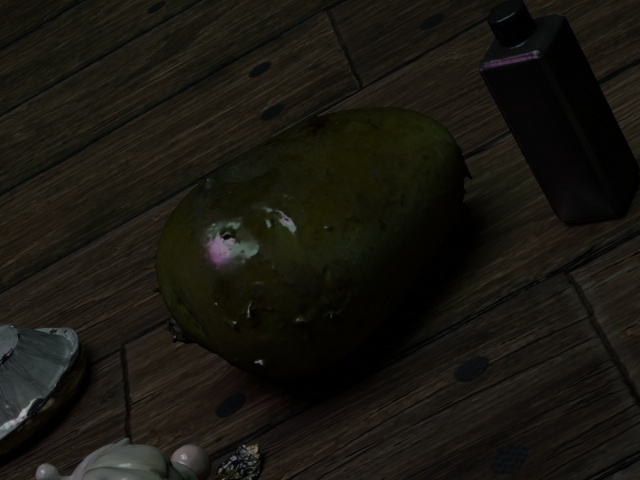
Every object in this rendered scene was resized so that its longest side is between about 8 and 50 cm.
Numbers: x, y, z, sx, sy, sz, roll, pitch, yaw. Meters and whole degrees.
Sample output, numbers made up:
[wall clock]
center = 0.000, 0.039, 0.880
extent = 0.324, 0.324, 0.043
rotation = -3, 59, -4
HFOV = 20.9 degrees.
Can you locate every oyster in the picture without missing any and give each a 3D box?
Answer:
[oyster]
center = -0.091, 0.234, 1.744
extent = 0.083, 0.019, 0.054
rotation = -41, 29, -15

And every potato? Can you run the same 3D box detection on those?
[potato]
center = -0.008, -0.008, 1.844
extent = 0.270, 0.219, 0.359
rotation = 18, 48, 44

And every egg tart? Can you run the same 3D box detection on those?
[egg tart]
center = -0.390, 0.170, 2.069
extent = 0.234, 0.094, 0.234
rotation = -26, 27, 15

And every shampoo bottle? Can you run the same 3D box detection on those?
[shampoo bottle]
center = 0.236, -0.133, 1.753
extent = 0.080, 0.246, 0.079
rotation = -10, 35, 36

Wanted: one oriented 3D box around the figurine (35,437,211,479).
[figurine]
center = -0.135, 0.260, 1.501
extent = 0.145, 0.256, 0.182
rotation = 2, 45, 50
